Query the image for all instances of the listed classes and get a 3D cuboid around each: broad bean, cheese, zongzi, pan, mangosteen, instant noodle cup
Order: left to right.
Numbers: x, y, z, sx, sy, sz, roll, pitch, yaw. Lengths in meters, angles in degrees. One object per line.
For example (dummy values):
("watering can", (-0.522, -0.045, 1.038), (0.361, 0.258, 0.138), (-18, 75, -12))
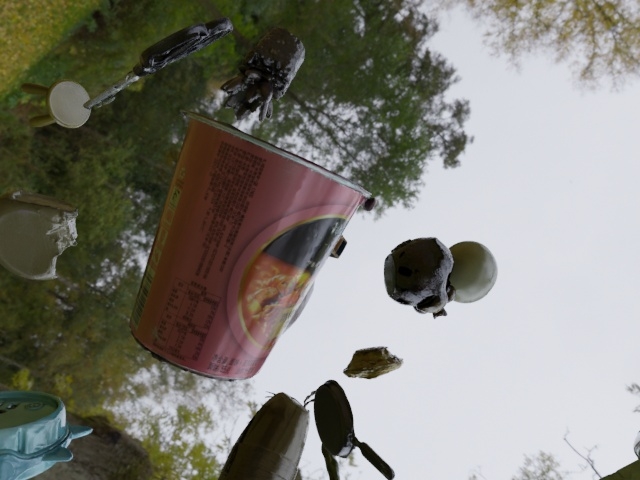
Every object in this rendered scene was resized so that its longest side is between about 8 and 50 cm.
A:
("cheese", (-0.587, -0.007, 1.018), (0.091, 0.175, 0.202), (-98, -159, -58))
("instant noodle cup", (-0.096, 0.011, 0.580), (0.255, 0.244, 0.244), (-67, -153, 4))
("zongzi", (-0.195, 0.708, 1.607), (0.500, 0.218, 0.467), (-61, -178, -38))
("broad bean", (0.043, 0.810, 1.738), (0.053, 0.052, 0.256), (-37, -144, 20))
("pan", (0.046, 0.330, 0.848), (0.235, 0.028, 0.136), (25, -64, 58))
("mangosteen", (0.339, 0.132, 1.692), (0.287, 0.233, 0.287), (176, -90, -76))

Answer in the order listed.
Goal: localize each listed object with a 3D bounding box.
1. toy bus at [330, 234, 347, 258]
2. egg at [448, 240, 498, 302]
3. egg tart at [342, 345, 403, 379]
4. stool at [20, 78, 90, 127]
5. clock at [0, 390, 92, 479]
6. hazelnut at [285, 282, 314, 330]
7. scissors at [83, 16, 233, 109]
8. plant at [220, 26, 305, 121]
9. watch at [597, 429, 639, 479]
("toy bus", (0.000, 0.000, 1.849), (0.182, 0.103, 0.091), (13, -117, 41))
("egg", (0.544, 0.121, 1.860), (0.219, 0.269, 0.219), (-3, -128, 4))
("egg tart", (0.196, 0.459, 1.892), (0.241, 0.241, 0.105), (-17, -100, 46))
("stool", (-0.626, -0.326, 1.184), (0.110, 0.135, 0.134), (8, -113, 30))
("clock", (-0.531, 0.315, 0.815), (0.223, 0.274, 0.094), (-163, -104, -80))
("hazelnut", (-0.200, 0.049, 1.171), (0.353, 0.420, 0.421), (-16, -149, 3))
("scissors", (-0.227, -0.210, 0.626), (0.300, 0.022, 0.109), (-11, -157, 40))
("plant", (-0.197, -0.559, 1.682), (0.320, 0.194, 0.181), (-60, -175, -19))
("watch", (0.559, 0.453, 0.884), (0.241, 0.253, 0.161), (-31, -128, -1))
